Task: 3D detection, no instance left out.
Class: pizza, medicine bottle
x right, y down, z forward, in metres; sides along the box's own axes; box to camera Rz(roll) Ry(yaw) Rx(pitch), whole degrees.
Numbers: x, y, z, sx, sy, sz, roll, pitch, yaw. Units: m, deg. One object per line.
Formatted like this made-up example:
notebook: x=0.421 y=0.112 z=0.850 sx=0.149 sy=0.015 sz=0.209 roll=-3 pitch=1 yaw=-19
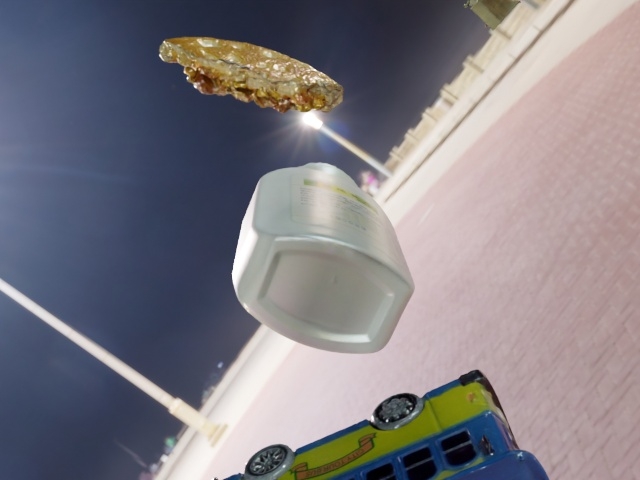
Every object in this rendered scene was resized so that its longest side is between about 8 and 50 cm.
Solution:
pizza: x=-0.093 y=-0.221 z=1.024 sx=0.127 sy=0.246 sz=0.058 roll=-102 pitch=23 yaw=-57
medicine bottle: x=0.000 y=0.000 z=0.878 sx=0.324 sy=0.179 sz=0.124 roll=-95 pitch=25 yaw=-69

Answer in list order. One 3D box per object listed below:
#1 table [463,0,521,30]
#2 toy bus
table: x=0.369 y=-0.511 z=1.648 sx=0.083 sy=0.079 sz=0.062 roll=-48 pitch=19 yaw=14
toy bus: x=0.052 y=0.248 z=0.671 sx=0.288 sy=0.138 sz=0.175 roll=-24 pitch=18 yaw=3
